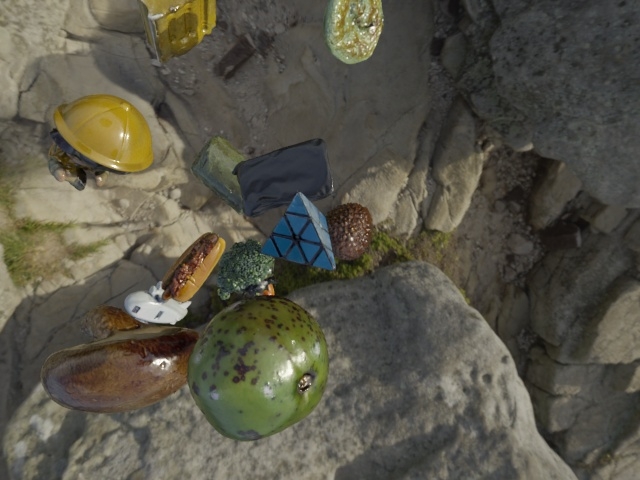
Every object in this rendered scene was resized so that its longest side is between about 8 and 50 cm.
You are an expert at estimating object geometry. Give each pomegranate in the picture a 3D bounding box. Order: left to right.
[{"bbox_3d":[-0.108,0.178,0.666,0.214,0.248,0.214,-11,106,-41],"label":"pomegranate"}]

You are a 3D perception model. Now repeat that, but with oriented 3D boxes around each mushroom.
[{"bbox_3d":[-0.440,0.286,1.027,0.345,0.345,0.239,-11,111,2],"label":"mushroom"}]

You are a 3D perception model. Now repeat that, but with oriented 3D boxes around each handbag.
[{"bbox_3d":[-0.121,-0.192,1.379,0.332,0.075,0.192,-14,81,19],"label":"handbag"}]

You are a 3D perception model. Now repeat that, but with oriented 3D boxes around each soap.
[{"bbox_3d":[-0.471,-0.750,1.453,0.259,0.281,0.143,-45,99,-15],"label":"soap"}]

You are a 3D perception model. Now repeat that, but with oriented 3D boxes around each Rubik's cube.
[{"bbox_3d":[0.000,0.000,1.116,0.178,0.190,0.211,50,128,19],"label":"Rubik's cube"}]

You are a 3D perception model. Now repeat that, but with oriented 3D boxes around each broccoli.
[{"bbox_3d":[-0.281,0.137,1.737,0.247,0.243,0.263,26,83,10],"label":"broccoli"}]

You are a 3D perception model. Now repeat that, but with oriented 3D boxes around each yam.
[{"bbox_3d":[-0.339,-0.243,1.665,0.300,0.195,0.195,42,104,2],"label":"yam"}]

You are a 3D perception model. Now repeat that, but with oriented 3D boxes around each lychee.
[{"bbox_3d":[0.076,-0.020,1.464,0.200,0.200,0.238,37,86,-15],"label":"lychee"}]

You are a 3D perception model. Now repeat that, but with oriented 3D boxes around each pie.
[{"bbox_3d":[0.097,-0.628,1.266,0.240,0.054,0.241,-28,132,-35],"label":"pie"}]

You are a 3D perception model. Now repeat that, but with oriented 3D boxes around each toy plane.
[{"bbox_3d":[-0.586,0.235,1.579,0.244,0.117,0.245,-19,136,-19],"label":"toy plane"}]

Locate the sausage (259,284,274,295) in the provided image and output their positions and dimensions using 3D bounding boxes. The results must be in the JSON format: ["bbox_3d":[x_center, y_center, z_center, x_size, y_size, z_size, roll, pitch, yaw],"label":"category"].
[{"bbox_3d":[-0.252,0.197,1.960,0.071,0.234,0.071,-10,128,-13],"label":"sausage"}]

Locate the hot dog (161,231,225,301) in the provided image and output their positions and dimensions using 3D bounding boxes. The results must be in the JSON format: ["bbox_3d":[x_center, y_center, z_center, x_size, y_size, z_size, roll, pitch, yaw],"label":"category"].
[{"bbox_3d":[-0.374,0.083,1.277,0.102,0.076,0.249,39,87,-3],"label":"hot dog"}]

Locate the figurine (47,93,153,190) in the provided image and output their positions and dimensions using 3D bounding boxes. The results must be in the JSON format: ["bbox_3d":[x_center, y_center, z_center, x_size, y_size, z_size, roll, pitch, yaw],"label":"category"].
[{"bbox_3d":[-0.464,-0.201,0.901,0.256,0.192,0.167,-10,98,33],"label":"figurine"}]
